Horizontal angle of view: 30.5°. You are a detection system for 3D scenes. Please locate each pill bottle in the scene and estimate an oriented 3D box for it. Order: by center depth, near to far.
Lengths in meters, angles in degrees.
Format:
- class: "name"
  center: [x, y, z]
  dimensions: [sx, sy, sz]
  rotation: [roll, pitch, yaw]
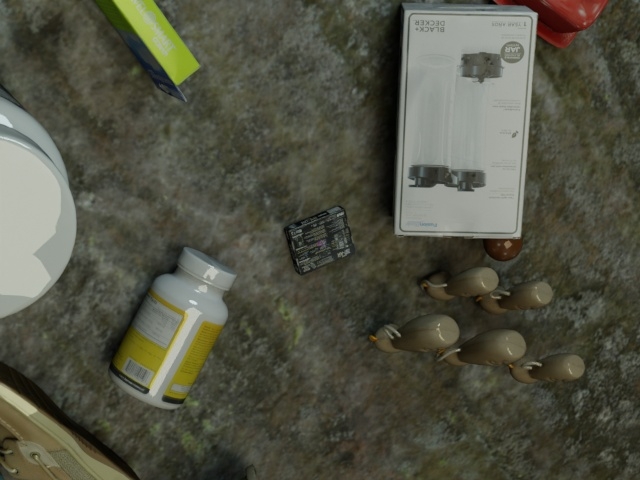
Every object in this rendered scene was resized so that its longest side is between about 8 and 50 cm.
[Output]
- class: "pill bottle"
  center: [-0.363, -0.059, 1.154]
  dimensions: [0.204, 0.361, 0.204]
  rotation: [-8, 110, -22]
- class: "pill bottle"
  center: [-0.176, 0.106, 1.440]
  dimensions: [0.103, 0.103, 0.184]
  rotation: [26, 95, -29]

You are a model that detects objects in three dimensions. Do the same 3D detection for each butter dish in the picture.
- class: "butter dish"
  center: [0.326, -0.341, 1.514]
  dimensions: [0.160, 0.118, 0.160]
  rotation: [29, 94, -29]

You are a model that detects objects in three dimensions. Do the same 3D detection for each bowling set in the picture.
- class: "bowling set"
  center: [0.227, 0.086, 1.616]
  dimensions: [0.287, 0.154, 0.200]
  rotation: [20, 71, -26]

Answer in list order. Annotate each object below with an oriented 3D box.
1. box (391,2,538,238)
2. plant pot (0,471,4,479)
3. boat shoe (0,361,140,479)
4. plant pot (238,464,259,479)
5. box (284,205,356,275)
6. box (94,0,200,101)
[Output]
- class: "box"
  center: [0.178, -0.151, 1.495]
  dimensions: [0.169, 0.087, 0.290]
  rotation: [0, 107, 0]
- class: "plant pot"
  center: [-0.486, 0.289, 1.333]
  dimensions: [0.234, 0.165, 0.166]
  rotation: [24, 96, -34]
- class: "boat shoe"
  center: [-0.342, 0.246, 1.412]
  dimensions: [0.098, 0.109, 0.302]
  rotation: [-46, 124, -6]
- class: "plant pot"
  center: [-0.172, 0.492, 1.473]
  dimensions: [0.305, 0.334, 0.334]
  rotation: [-19, 114, -5]
- class: "box"
  center: [0.000, 0.000, 1.534]
  dimensions: [0.083, 0.018, 0.067]
  rotation: [-23, 115, -16]
- class: "box"
  center: [-0.203, -0.243, 1.311]
  dimensions: [0.042, 0.109, 0.178]
  rotation: [-40, 118, -9]
